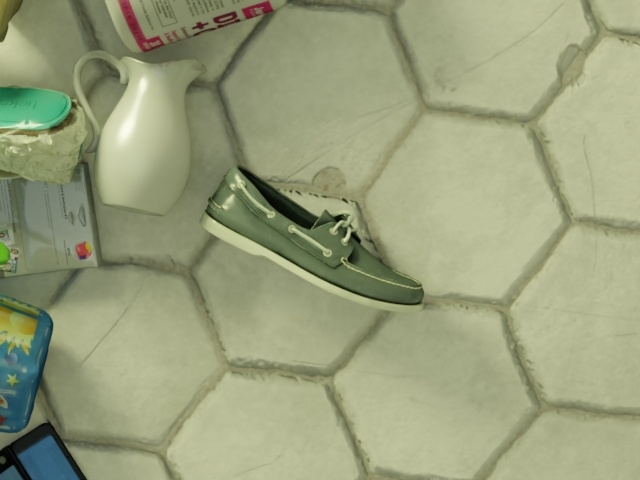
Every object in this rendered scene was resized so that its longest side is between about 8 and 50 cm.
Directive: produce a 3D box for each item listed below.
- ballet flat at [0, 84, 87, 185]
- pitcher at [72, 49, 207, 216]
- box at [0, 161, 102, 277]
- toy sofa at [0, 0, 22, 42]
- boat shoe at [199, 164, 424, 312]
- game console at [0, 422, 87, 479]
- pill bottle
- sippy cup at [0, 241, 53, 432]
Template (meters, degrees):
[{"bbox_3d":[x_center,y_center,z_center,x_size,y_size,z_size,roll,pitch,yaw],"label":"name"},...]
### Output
[{"bbox_3d":[-0.501,-0.148,1.800,0.409,0.147,0.146,13,96,12],"label":"ballet flat"},{"bbox_3d":[-0.253,-0.145,1.800,0.178,0.125,0.207,9,86,7],"label":"pitcher"},{"bbox_3d":[-0.400,-0.025,1.856,0.186,0.038,0.145,-7,95,4],"label":"box"},{"bbox_3d":[-0.428,-0.420,1.688,0.150,0.177,0.362,18,122,-8],"label":"toy sofa"},{"bbox_3d":[0.000,0.000,1.800,0.320,0.116,0.099,24,100,6],"label":"boat shoe"},{"bbox_3d":[-0.395,0.332,1.874,0.071,0.107,0.122,-31,93,34],"label":"game console"},{"bbox_3d":[-0.134,-0.355,1.750,0.283,0.160,0.160,-17,94,5],"label":"pill bottle"},{"bbox_3d":[-0.477,0.151,1.794,0.224,0.305,0.240,13,60,-9],"label":"sippy cup"}]
